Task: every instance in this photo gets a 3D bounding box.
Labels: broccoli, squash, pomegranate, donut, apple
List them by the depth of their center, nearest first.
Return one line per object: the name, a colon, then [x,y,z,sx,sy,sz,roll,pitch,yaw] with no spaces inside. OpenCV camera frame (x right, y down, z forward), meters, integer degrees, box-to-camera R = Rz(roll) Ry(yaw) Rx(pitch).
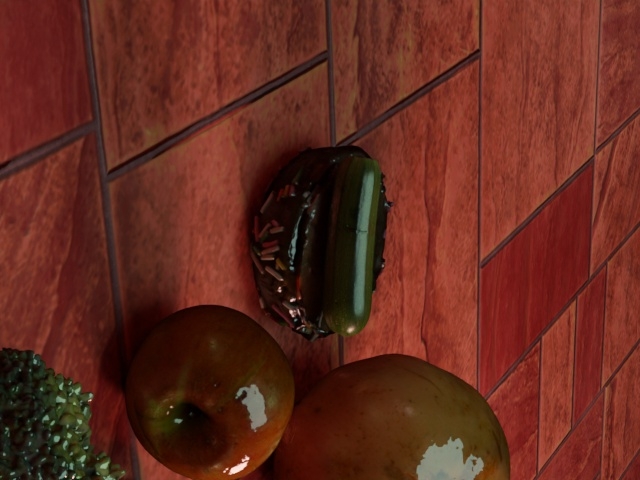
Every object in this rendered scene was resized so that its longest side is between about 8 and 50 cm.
broccoli: [-0.301,0.255,1.302,0.288,0.235,0.260,-39,147,4]
apple: [-0.123,0.169,1.628,0.196,0.196,0.195,-32,127,-54]
squash: [0.038,0.008,1.783,0.066,0.066,0.228,-12,110,-60]
donut: [0.000,0.000,1.882,0.270,0.103,0.269,-32,129,-51]
pomegranate: [0.085,0.304,1.972,0.338,0.338,0.338,-32,127,-54]
